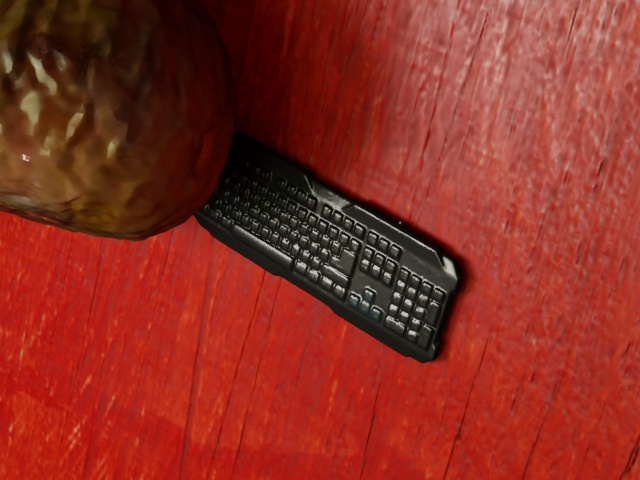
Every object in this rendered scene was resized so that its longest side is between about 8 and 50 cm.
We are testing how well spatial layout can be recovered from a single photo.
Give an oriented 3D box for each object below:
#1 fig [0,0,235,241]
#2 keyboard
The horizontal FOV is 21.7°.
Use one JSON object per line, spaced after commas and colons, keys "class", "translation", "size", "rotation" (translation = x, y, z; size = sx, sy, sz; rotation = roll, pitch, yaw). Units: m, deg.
{"class": "fig", "translation": [-0.169, -0.182, 1.318], "size": [0.286, 0.286, 0.368], "rotation": [17, 78, 33]}
{"class": "keyboard", "translation": [0.000, 0.000, 1.350], "size": [0.262, 0.016, 0.106], "rotation": [31, 120, 27]}
